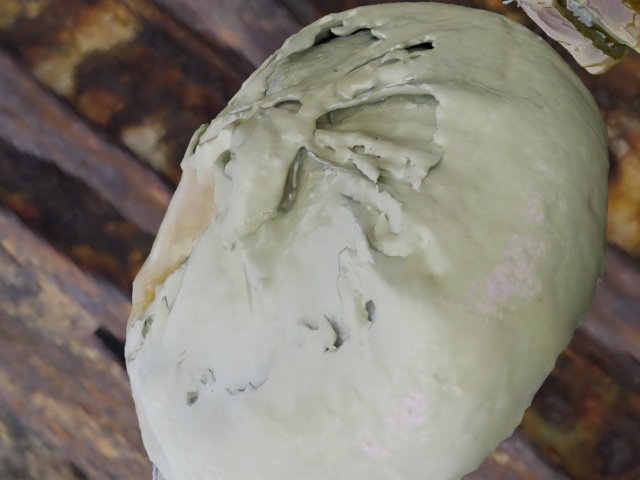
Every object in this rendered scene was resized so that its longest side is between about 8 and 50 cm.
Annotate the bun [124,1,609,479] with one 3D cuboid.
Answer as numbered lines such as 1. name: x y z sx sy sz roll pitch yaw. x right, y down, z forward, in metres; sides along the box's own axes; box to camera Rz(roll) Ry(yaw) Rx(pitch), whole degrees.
1. bun: 0.000 0.000 0.690 0.146 0.287 0.287 37 163 -22

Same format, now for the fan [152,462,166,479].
1. fan: -0.102 0.214 0.922 0.011 0.229 0.335 26 144 12

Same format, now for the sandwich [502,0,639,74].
1. sandwich: 0.144 -0.266 1.110 0.288 0.099 0.254 37 -155 -22
